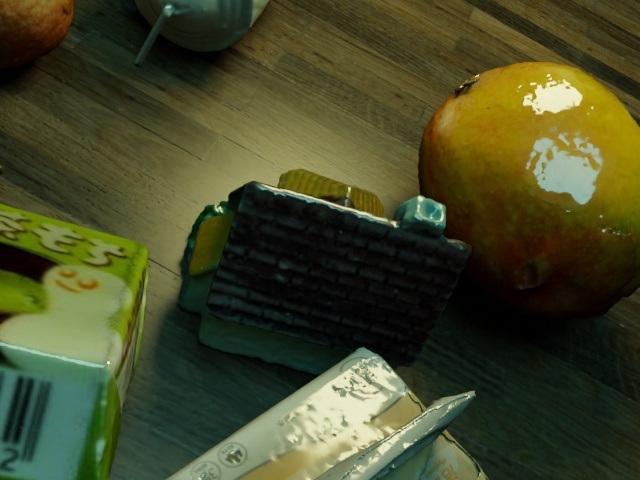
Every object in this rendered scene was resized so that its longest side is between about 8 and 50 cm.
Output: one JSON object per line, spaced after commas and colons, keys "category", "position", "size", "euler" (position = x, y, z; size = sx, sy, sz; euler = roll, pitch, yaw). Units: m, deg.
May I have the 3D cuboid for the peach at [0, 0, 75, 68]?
{"category": "peach", "position": [-0.437, -0.321, 0.955], "size": [0.232, 0.232, 0.257], "euler": [31, 58, 0]}

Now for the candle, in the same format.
{"category": "candle", "position": [-0.161, -0.424, 1.158], "size": [0.221, 0.221, 0.343], "euler": [26, 48, -3]}

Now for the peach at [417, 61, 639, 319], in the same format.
{"category": "peach", "position": [0.303, -0.064, 1.034], "size": [0.372, 0.290, 0.373], "euler": [44, 26, -28]}

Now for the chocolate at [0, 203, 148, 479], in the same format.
{"category": "chocolate", "position": [-0.309, 0.071, 0.685], "size": [0.300, 0.137, 0.289], "euler": [18, 19, -13]}

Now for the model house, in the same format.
{"category": "model house", "position": [0.000, 0.000, 0.880], "size": [0.280, 0.249, 0.230], "euler": [16, 49, -13]}

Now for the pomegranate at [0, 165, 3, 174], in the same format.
{"category": "pomegranate", "position": [-0.450, -0.105, 0.829], "size": [0.209, 0.180, 0.180], "euler": [25, 39, -48]}

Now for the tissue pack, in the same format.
{"category": "tissue pack", "position": [0.002, 0.244, 0.706], "size": [0.305, 0.238, 0.238], "euler": [-27, 68, -37]}
